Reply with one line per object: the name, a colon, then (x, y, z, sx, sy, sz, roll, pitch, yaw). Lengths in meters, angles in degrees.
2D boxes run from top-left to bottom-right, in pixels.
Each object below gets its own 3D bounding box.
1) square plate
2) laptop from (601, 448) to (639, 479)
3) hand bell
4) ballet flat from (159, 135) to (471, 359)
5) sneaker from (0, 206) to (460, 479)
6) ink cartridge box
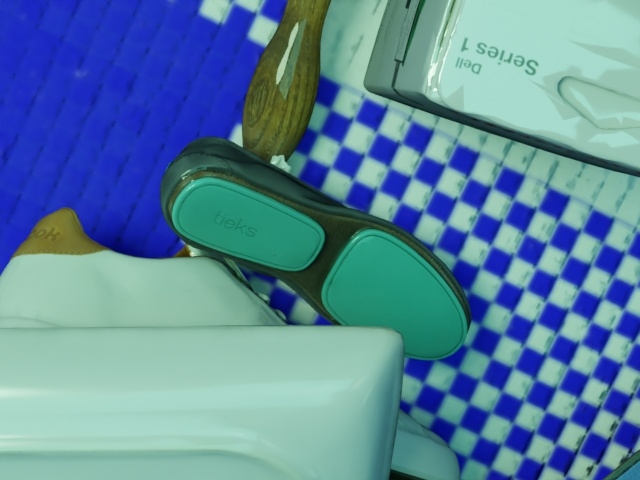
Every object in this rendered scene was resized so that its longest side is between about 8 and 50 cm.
square plate: (-0.135, 0.196, 0.622, 0.344, 0.049, 0.347, 0, 122, -5)
laptop: (0.242, 0.360, 0.645, 0.382, 0.236, 0.408, -39, 61, 1)
hand bell: (-0.005, -0.145, 0.648, 0.126, 0.126, 0.242, 16, 107, -7)
ballet flat: (0.000, 0.000, 0.663, 0.203, 0.074, 0.074, 28, 94, -24)
sneaker: (-0.037, 0.063, 0.659, 0.290, 0.106, 0.123, 25, 57, -23)
ink cartridge box: (0.120, -0.092, 0.593, 0.160, 0.219, 0.093, 17, 96, -7)
